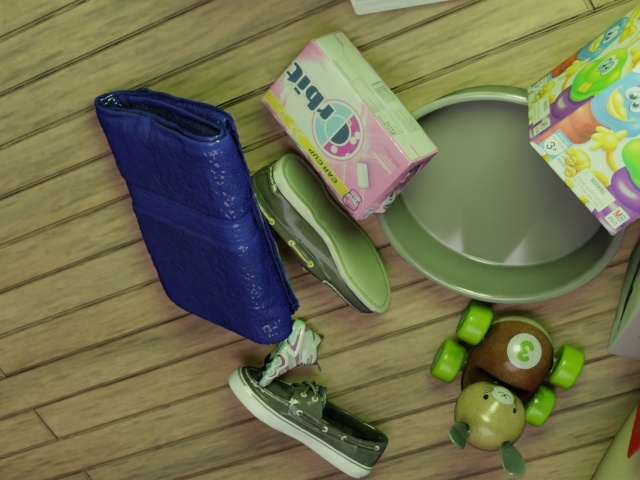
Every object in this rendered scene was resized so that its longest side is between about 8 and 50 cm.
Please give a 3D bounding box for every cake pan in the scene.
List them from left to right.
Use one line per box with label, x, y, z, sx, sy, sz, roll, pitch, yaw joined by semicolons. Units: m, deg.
cake pan;0.205;-0.057;1.970;0.293;0.054;0.293;9;129;11

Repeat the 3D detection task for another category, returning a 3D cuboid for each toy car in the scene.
toy car;0.212;0.194;2.076;0.155;0.188;0.149;26;130;-4

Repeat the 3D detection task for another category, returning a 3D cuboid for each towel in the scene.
towel;-0.139;-0.034;2.053;0.227;0.076;0.308;22;139;43

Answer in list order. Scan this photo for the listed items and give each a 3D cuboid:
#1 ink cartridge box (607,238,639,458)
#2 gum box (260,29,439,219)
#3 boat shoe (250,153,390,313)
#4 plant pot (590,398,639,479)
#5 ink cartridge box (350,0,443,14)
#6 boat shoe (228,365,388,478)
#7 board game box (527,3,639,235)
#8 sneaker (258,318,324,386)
ink cartridge box;0.357;0.090;1.849;0.060;0.239;0.275;17;163;4
gum box;0.035;-0.125;1.917;0.188;0.062;0.107;52;128;10
boat shoe;0.000;0.000;2.066;0.068;0.081;0.228;-24;109;34
plant pot;0.434;0.301;2.078;0.256;0.256;0.274;12;114;8
ink cartridge box;0.080;-0.329;1.811;0.145;0.045;0.179;-7;131;21
boat shoe;-0.010;0.221;2.246;0.228;0.080;0.076;37;111;-8
board game box;0.360;-0.159;1.750;0.275;0.144;0.142;-37;110;22
sneaker;-0.031;0.155;2.202;0.069;0.038;0.098;31;99;-19
